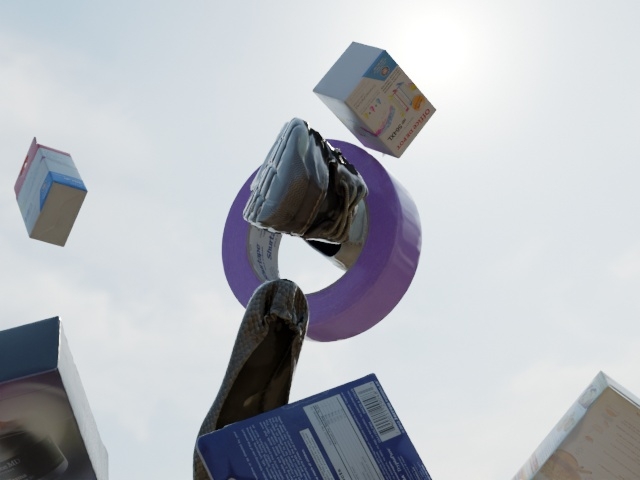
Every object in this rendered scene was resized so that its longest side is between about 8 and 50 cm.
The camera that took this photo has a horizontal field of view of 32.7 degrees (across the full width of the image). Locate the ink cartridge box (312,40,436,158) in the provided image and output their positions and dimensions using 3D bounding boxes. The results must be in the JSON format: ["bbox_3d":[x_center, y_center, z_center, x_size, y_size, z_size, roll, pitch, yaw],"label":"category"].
[{"bbox_3d":[0.080,-0.185,1.480,0.143,0.090,0.092,42,-98,-33],"label":"ink cartridge box"}]

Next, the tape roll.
[{"bbox_3d":[0.000,0.000,1.526,0.274,0.275,0.090,-26,-28,17],"label":"tape roll"}]

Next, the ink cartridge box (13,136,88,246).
[{"bbox_3d":[-0.551,-0.103,2.208,0.078,0.231,0.134,16,-69,-31],"label":"ink cartridge box"}]

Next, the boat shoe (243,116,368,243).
[{"bbox_3d":[-0.005,-0.067,1.300,0.130,0.355,0.132,27,-79,-7],"label":"boat shoe"}]

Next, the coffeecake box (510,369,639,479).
[{"bbox_3d":[0.348,0.280,1.342,0.185,0.142,0.068,-54,2,12],"label":"coffeecake box"}]

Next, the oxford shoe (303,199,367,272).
[{"bbox_3d":[0.011,-0.064,1.782,0.146,0.397,0.140,20,-76,-34],"label":"oxford shoe"}]

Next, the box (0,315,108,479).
[{"bbox_3d":[-0.526,0.319,1.769,0.296,0.183,0.294,-15,-64,-5],"label":"box"}]

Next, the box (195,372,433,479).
[{"bbox_3d":[-0.004,0.209,0.968,0.225,0.136,0.036,-11,-23,-44],"label":"box"}]

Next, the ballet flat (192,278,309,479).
[{"bbox_3d":[-0.061,0.158,1.032,0.084,0.250,0.058,17,-2,-18],"label":"ballet flat"}]
